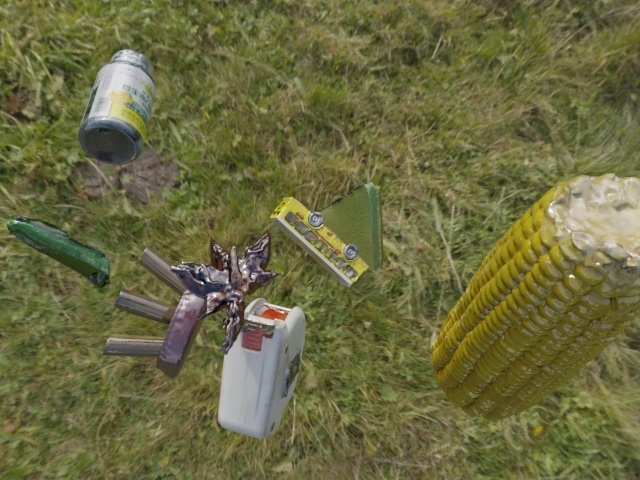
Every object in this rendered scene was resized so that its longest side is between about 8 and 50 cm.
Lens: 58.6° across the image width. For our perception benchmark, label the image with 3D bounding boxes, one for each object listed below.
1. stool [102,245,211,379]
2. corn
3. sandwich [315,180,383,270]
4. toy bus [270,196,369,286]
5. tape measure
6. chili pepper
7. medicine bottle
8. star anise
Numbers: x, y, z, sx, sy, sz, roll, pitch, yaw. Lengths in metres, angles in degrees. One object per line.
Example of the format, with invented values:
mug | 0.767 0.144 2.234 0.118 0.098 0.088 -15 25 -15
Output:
stool | -0.357 0.164 1.299 0.179 0.272 0.271 20 80 -8
corn | 0.190 0.072 0.529 0.131 0.344 0.131 2 57 -2
sandwich | 0.108 -0.023 1.479 0.063 0.245 0.212 -33 94 -37
toy bus | 0.000 0.000 1.202 0.226 0.081 0.074 43 78 -16
tape measure | -0.108 0.243 1.150 0.130 0.265 0.258 11 106 12
chili pepper | -0.487 0.014 1.083 0.216 0.108 0.062 41 73 -35
medicine bottle | -0.475 -0.328 1.361 0.142 0.141 0.293 2 53 -5
star anise | -0.154 0.061 0.910 0.157 0.053 0.212 28 65 8
